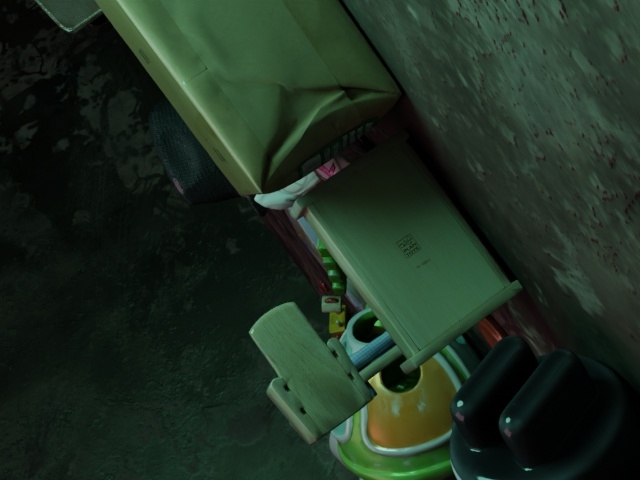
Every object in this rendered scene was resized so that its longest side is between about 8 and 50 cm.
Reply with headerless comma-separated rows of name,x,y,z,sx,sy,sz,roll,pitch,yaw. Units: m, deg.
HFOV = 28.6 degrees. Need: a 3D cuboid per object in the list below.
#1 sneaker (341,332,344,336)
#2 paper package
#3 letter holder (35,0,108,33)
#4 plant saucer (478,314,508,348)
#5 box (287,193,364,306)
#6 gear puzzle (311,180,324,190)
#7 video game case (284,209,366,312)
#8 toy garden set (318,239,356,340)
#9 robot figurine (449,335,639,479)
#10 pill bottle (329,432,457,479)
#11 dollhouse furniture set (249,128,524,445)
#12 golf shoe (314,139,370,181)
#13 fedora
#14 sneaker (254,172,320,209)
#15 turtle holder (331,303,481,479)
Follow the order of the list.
sneaker,0.096,0.173,2.081,0.270,0.145,0.090,179,95,-79
paper package,-0.089,-0.204,1.274,0.309,0.168,0.325,53,174,-4
letter holder,-0.445,-0.518,2.205,0.302,0.214,0.152,54,175,-1
plant saucer,0.212,0.120,1.497,0.083,0.013,0.083,54,174,8
box,-0.003,-0.030,2.213,0.324,0.063,0.067,56,174,-17
gear puzzle,-0.028,-0.104,1.798,0.339,0.044,0.175,46,175,-1
video game case,0.000,0.000,2.540,0.300,0.036,0.329,51,174,32
toy garden set,0.035,0.047,2.037,0.244,0.049,0.204,71,-159,-70
robot figurine,0.225,0.213,1.134,0.278,0.173,0.209,57,-168,-30
pill bottle,0.193,0.380,1.970,0.363,0.210,0.210,38,166,35
dollhouse furniture set,0.025,0.069,1.336,0.198,0.286,0.303,54,164,7
golf shoe,0.051,-0.077,1.456,0.186,0.067,0.086,50,154,4
fedora,-0.209,-0.173,2.240,0.334,0.152,0.334,-21,-90,-86
sneaker,-0.071,-0.192,1.656,0.118,0.110,0.292,-29,84,47
turtle holder,0.132,0.197,1.778,0.320,0.243,0.227,-50,-53,-55
